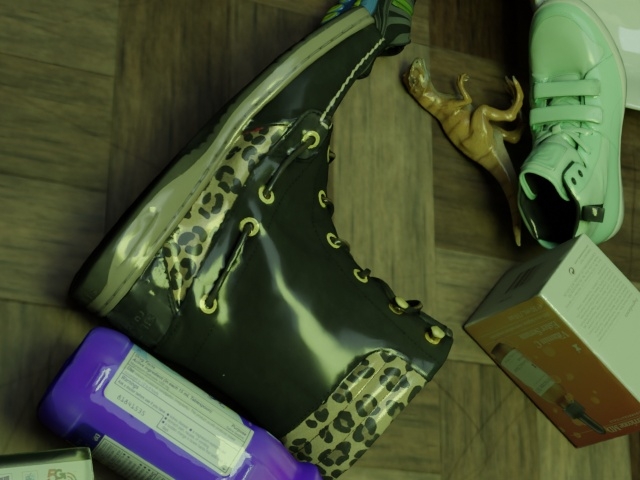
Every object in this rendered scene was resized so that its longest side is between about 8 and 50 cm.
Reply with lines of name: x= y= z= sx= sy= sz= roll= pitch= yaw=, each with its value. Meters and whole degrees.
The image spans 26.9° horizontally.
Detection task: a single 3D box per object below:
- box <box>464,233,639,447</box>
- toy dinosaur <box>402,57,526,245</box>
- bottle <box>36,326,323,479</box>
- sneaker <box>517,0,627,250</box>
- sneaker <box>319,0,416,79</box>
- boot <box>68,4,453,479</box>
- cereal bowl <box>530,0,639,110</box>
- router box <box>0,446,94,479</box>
box: x=0.248 y=0.099 z=1.273 sx=0.170 sy=0.130 sz=0.091 roll=46 pitch=57 yaw=-6
toy dinosaur: x=0.167 y=-0.101 z=1.353 sx=0.112 sy=0.064 sz=0.211 roll=-37 pitch=83 yaw=-14
bottle: x=-0.087 y=0.179 z=1.061 sx=0.283 sy=0.118 sz=0.092 roll=34 pitch=72 yaw=-6
sneaker: x=0.240 y=-0.113 z=1.306 sx=0.151 sy=0.094 sz=0.256 roll=-19 pitch=100 yaw=-61
sneaker: x=0.062 y=-0.227 z=1.337 sx=0.188 sy=0.067 sz=0.078 roll=-54 pitch=130 yaw=-38
boot: x=0.000 y=0.000 z=1.172 sx=0.284 sy=0.138 sz=0.377 roll=44 pitch=62 yaw=-6
cereal bowl: x=0.377 y=-0.310 z=1.405 sx=0.339 sy=0.339 sz=0.141 roll=25 pitch=27 yaw=-18
router box: x=-0.326 y=0.204 z=0.867 sx=0.309 sy=0.243 sz=0.081 roll=-1 pitch=73 yaw=-29
